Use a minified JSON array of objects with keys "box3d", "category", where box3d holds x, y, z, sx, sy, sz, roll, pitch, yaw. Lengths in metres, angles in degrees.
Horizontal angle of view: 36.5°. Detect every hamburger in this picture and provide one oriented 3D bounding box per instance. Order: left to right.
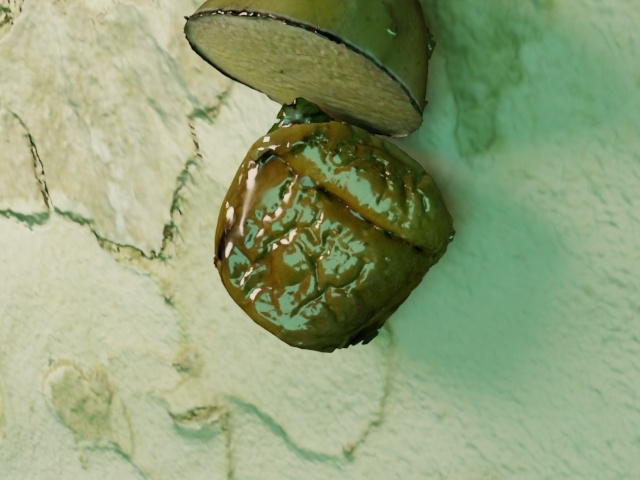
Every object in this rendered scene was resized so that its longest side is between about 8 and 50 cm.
[{"box3d":[0.000,0.000,0.817,0.183,0.130,0.206,34,124,3],"category":"hamburger"}]

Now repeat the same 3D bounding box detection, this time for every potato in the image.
[{"box3d":[0.005,-0.174,0.771,0.202,0.182,0.117,15,78,42],"category":"potato"}]
